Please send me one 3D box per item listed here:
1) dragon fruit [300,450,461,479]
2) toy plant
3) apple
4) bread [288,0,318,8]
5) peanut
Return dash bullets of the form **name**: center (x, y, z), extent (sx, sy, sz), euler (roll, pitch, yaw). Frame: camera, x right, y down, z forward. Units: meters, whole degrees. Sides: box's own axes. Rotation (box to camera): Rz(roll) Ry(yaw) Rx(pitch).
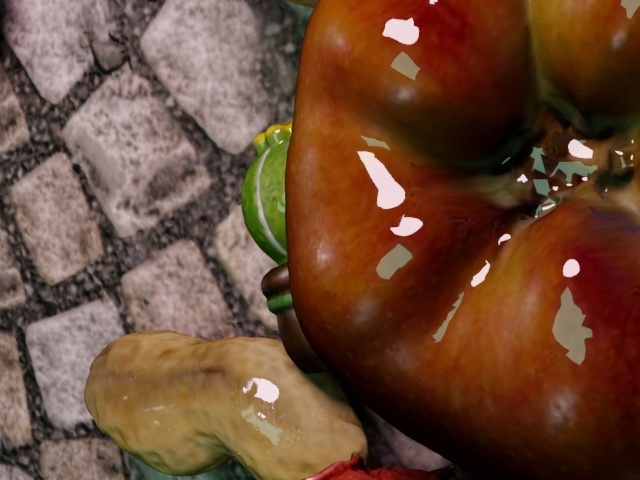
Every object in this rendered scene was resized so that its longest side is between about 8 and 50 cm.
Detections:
- **dragon fruit**: center (0.043, 0.255, 0.579), extent (0.241, 0.241, 0.252), euler (16, 93, 27)
- **toy plant**: center (0.000, 0.000, 0.644), extent (0.092, 0.093, 0.162), euler (-19, 86, 30)
- **apple**: center (0.123, -0.021, 0.457), extent (0.288, 0.317, 0.288), euler (-1, 86, 17)
- **bread**: center (-0.006, -0.261, 0.564), extent (0.135, 0.178, 0.240), euler (-4, 93, 32)
- **peanut**: center (-0.070, 0.118, 0.699), extent (0.229, 0.098, 0.103), euler (3, 139, 30)
